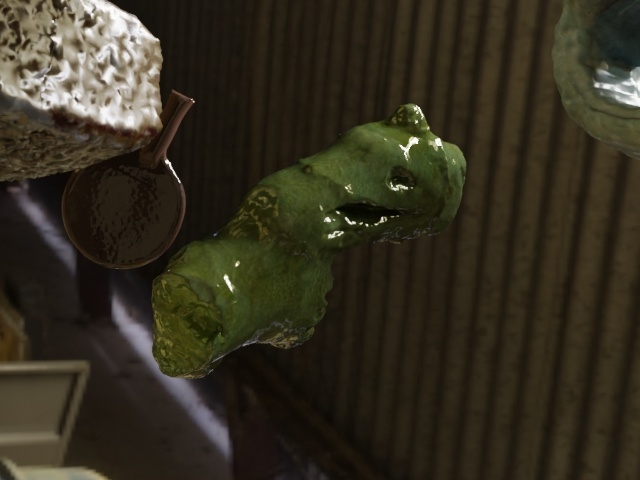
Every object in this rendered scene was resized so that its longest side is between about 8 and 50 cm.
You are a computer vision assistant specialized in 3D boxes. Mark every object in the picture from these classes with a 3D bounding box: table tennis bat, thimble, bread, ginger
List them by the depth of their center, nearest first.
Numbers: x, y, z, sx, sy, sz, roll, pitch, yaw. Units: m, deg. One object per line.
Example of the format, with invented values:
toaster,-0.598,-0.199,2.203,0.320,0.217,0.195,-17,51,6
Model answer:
bread,-0.274,-0.113,0.594,0.165,0.417,0.113,-4,-101,36
ginger,-0.005,0.001,0.867,0.089,0.290,0.137,18,-38,49
table tennis bat,-0.160,-0.052,1.025,0.169,0.108,0.119,-62,-176,2
thimble,0.348,-0.179,1.206,0.250,0.172,0.204,46,-65,41
